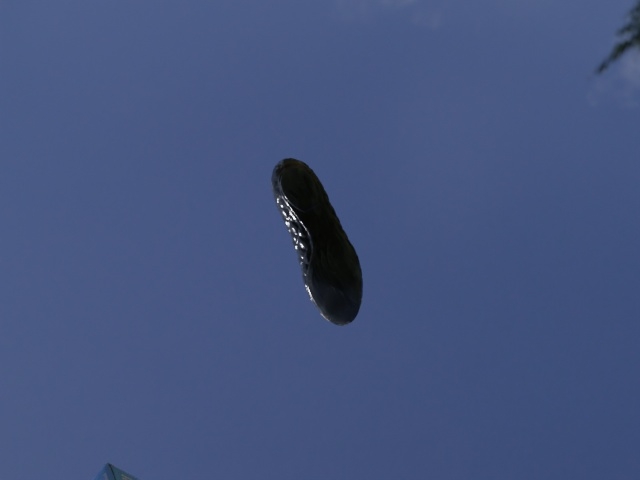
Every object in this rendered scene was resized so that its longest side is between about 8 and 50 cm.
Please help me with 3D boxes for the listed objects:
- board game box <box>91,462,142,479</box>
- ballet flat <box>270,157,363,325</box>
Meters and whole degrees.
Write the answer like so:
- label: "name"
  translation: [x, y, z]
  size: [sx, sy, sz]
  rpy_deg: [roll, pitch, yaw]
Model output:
- label: "board game box"
  translation: [-0.053, 0.231, 0.775]
  size: [0.160, 0.039, 0.211]
  rpy_deg: [35, -170, -29]
- label: "ballet flat"
  translation: [0.000, 0.000, 1.278]
  size: [0.057, 0.173, 0.049]
  rpy_deg: [-19, -165, 0]
